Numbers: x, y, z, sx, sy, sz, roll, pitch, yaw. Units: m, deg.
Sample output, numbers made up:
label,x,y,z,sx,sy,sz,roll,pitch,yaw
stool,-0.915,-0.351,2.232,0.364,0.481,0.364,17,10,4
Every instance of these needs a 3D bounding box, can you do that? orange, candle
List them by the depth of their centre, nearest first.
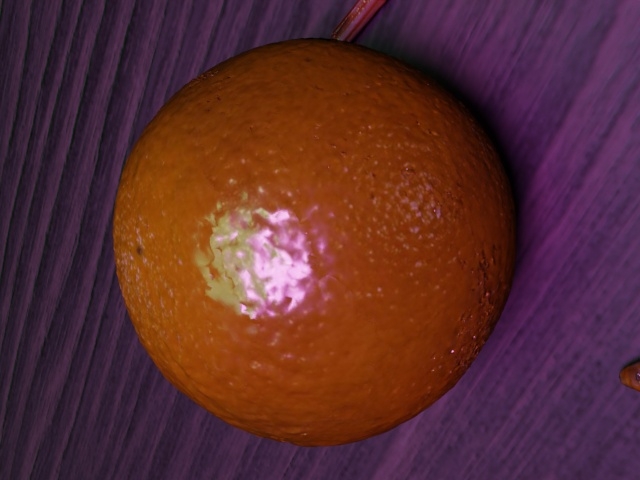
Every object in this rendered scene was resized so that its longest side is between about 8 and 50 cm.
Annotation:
label,x,y,z,sx,sy,sz,roll,pitch,yaw
orange,0.000,0.000,0.581,0.274,0.274,0.274,13,109,41
candle,0.031,-0.177,0.676,0.026,0.021,0.167,45,129,1

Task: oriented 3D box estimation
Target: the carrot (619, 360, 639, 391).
label,x,y,z,sx,sy,sz,roll,pitch,yaw
carrot,0.276,0.069,0.481,0.257,0.061,0.061,-18,88,47
